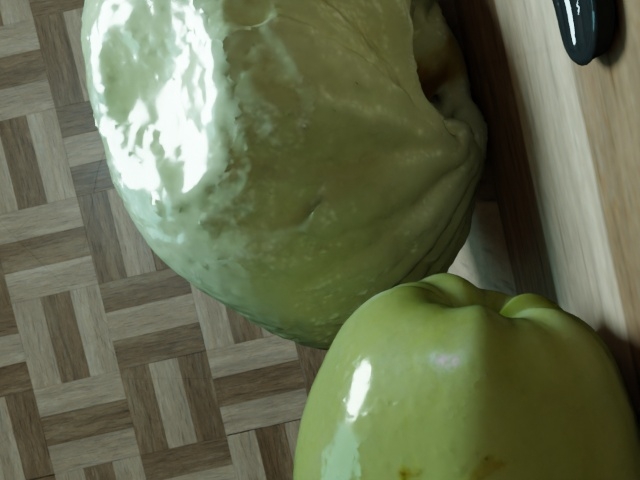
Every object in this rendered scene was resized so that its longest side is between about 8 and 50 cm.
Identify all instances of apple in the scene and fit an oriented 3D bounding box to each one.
[{"bbox_3d":[0.077,0.118,0.412,0.200,0.200,0.200,-13,-90,-90],"label":"apple"}]

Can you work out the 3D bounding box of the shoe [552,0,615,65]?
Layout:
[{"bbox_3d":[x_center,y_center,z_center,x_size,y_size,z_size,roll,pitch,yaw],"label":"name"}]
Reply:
[{"bbox_3d":[0.082,-0.148,0.340,0.062,0.053,0.159,45,-151,-83],"label":"shoe"}]

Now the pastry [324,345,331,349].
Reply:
[{"bbox_3d":[0.000,0.000,1.206,0.164,0.356,0.356,-26,-72,-44],"label":"pastry"}]

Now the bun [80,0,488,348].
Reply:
[{"bbox_3d":[-0.003,-0.105,0.605,0.349,0.227,0.352,62,-159,-15],"label":"bun"}]
